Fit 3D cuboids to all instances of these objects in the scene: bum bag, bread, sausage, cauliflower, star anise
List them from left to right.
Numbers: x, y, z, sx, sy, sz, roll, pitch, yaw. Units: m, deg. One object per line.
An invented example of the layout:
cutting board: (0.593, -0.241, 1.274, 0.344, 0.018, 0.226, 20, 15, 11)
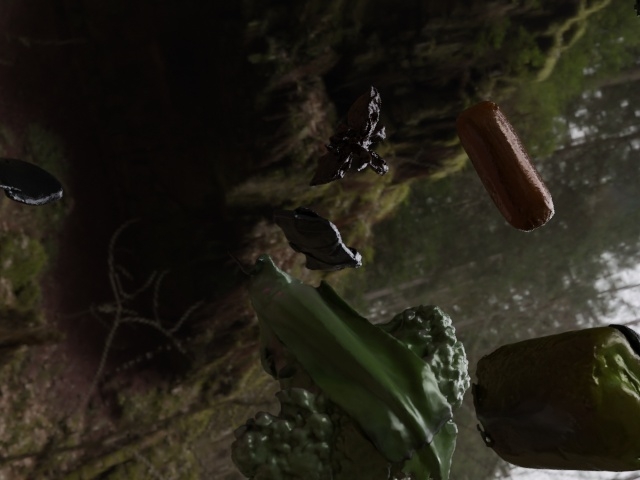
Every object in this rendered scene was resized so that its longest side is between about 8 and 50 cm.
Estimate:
bum bag: (0.000, 0.000, 1.186, 0.198, 0.087, 0.049, 53, 48, -60)
cauliflower: (0.010, 0.135, 0.836, 0.315, 0.256, 0.239, 55, 11, 19)
star anise: (0.068, -0.127, 1.236, 0.144, 0.140, 0.158, 38, -39, 45)
sausage: (0.359, -0.144, 1.646, 0.274, 0.105, 0.105, 63, -18, 12)
bread: (0.437, 0.280, 1.502, 0.376, 0.208, 0.251, -24, -126, 61)

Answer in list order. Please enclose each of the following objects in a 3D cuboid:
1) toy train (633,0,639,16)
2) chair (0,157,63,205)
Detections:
toy train: (0.555, -0.460, 1.418, 0.178, 0.071, 0.105, 62, 33, -39)
chair: (-0.397, -0.024, 0.888, 0.145, 0.140, 0.221, -71, 164, 8)
